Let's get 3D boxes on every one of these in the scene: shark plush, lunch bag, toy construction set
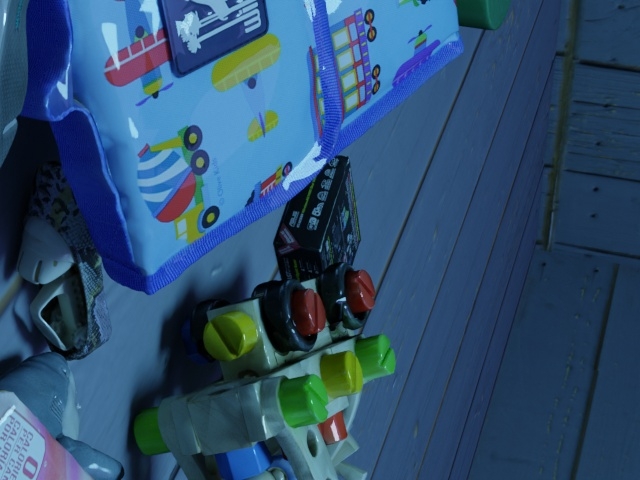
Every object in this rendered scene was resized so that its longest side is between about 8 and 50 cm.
[{"bbox_3d":[-0.156,0.079,0.632,0.161,0.073,0.067,8,72,-57],"label":"shark plush"},{"bbox_3d":[-0.058,-0.133,0.683,0.293,0.138,0.221,-48,138,-46],"label":"lunch bag"},{"bbox_3d":[-0.018,0.134,0.972,0.327,0.151,0.215,-14,89,-84],"label":"toy construction set"}]

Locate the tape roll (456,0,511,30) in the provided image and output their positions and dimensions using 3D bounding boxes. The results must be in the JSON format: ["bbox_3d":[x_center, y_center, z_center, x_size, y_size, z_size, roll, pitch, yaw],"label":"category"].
[{"bbox_3d":[0.174,-0.386,1.548,0.321,0.077,0.321,10,90,-76],"label":"tape roll"}]

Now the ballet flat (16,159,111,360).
[{"bbox_3d":[-0.123,0.016,0.693,0.041,0.041,0.114,-66,160,-45],"label":"ballet flat"}]

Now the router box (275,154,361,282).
[{"bbox_3d":[0.000,0.000,1.189,0.122,0.038,0.092,81,24,-56],"label":"router box"}]

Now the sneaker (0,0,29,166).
[{"bbox_3d":[-0.136,-0.076,0.525,0.054,0.061,0.152,-65,167,-84],"label":"sneaker"}]

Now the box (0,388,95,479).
[{"bbox_3d":[-0.170,0.180,0.365,0.142,0.154,0.300,72,30,-63],"label":"box"}]
